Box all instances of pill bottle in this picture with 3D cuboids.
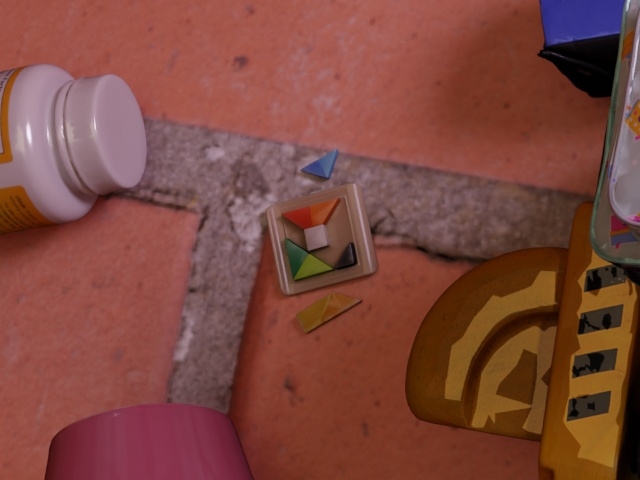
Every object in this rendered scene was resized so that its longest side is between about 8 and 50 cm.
[{"bbox_3d":[-0.240,-0.062,1.219,0.215,0.117,0.117,-9,81,19],"label":"pill bottle"}]

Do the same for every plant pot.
[{"bbox_3d":[-0.110,0.214,1.110,0.201,0.201,0.180,-17,64,17],"label":"plant pot"}]

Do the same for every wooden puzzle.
[{"bbox_3d":[0.000,0.000,1.180,0.078,0.014,0.116,-22,77,16],"label":"wooden puzzle"}]

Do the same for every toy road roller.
[{"bbox_3d":[0.189,0.029,1.007,0.241,0.202,0.329,7,86,20],"label":"toy road roller"}]

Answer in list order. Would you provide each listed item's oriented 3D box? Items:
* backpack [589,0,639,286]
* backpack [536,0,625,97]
[{"bbox_3d":[0.234,-0.050,0.817,0.188,0.144,0.166,9,81,18],"label":"backpack"},{"bbox_3d":[0.199,-0.147,1.070,0.098,0.120,0.101,-3,73,22],"label":"backpack"}]
